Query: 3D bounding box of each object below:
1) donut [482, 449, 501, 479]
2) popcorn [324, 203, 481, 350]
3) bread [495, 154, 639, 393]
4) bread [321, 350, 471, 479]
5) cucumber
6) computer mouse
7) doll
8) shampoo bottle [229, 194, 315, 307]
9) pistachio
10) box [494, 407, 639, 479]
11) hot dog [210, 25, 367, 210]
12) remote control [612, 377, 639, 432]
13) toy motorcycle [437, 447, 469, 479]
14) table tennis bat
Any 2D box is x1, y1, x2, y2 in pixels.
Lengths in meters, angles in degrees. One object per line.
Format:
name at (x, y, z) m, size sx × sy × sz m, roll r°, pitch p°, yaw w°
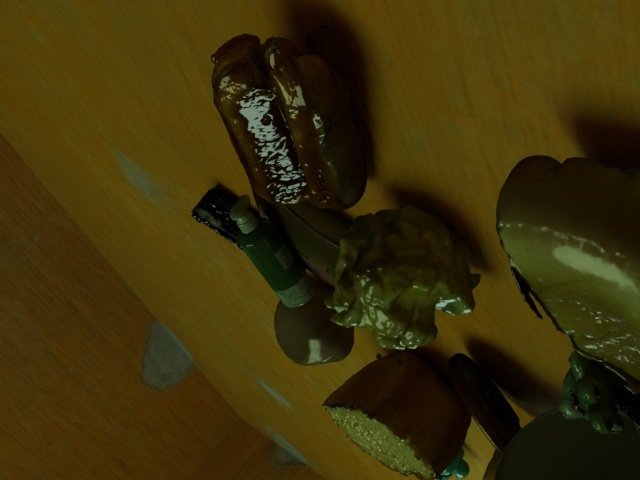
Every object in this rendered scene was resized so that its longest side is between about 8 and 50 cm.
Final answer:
donut at (0.398, 0.454, 1.654) m, size 0.253 × 0.118 × 0.253 m, roll 29°, pitch 144°, yaw 24°
popcorn at (0.094, 0.051, 1.193) m, size 0.185 × 0.187 × 0.167 m, roll 8°, pitch 143°, yaw 53°
bread at (0.289, 0.022, 0.819) m, size 0.156 × 0.158 × 0.260 m, roll -6°, pitch 131°, yaw 52°
bread at (0.149, 0.302, 1.683) m, size 0.194 × 0.179 × 0.340 m, roll 46°, pitch 164°, yaw -8°
cucumber at (-0.127, -0.012, 1.683) m, size 0.265 × 0.077 × 0.077 m, roll 34°, pitch 161°, yaw 16°
computer mouse at (0.000, 0.000, 1.459) m, size 0.310 × 0.072 × 0.158 m, roll 36°, pitch 159°, yaw 18°
doll at (0.334, 0.196, 1.169) m, size 0.115 × 0.078 × 0.150 m, roll 59°, pitch -170°, yaw 7°
shampoo bottle at (-0.079, 0.018, 1.455) m, size 0.065 × 0.065 × 0.204 m, roll 21°, pitch 152°, yaw 47°
pistachio at (-0.012, 0.151, 1.715) m, size 0.126 × 0.152 × 0.223 m, roll 47°, pitch 180°, yaw -28°
box at (0.370, 0.357, 1.278) m, size 0.226 × 0.226 × 0.149 m, roll 18°, pitch 151°, yaw 50°
hot dog at (-0.030, -0.141, 1.115) m, size 0.158 × 0.117 × 0.349 m, roll 7°, pitch 160°, yaw 12°
remote control at (0.455, 0.188, 0.981) m, size 0.144 × 0.062 × 0.399 m, roll 43°, pitch 162°, yaw -6°
toy motorcycle at (0.217, 0.433, 1.964) m, size 0.198 × 0.109 × 0.296 m, roll 24°, pitch 157°, yaw 37°
table tennis bat at (0.293, 0.302, 1.449) m, size 0.310 × 0.038 × 0.200 m, roll 49°, pitch -165°, yaw -12°
